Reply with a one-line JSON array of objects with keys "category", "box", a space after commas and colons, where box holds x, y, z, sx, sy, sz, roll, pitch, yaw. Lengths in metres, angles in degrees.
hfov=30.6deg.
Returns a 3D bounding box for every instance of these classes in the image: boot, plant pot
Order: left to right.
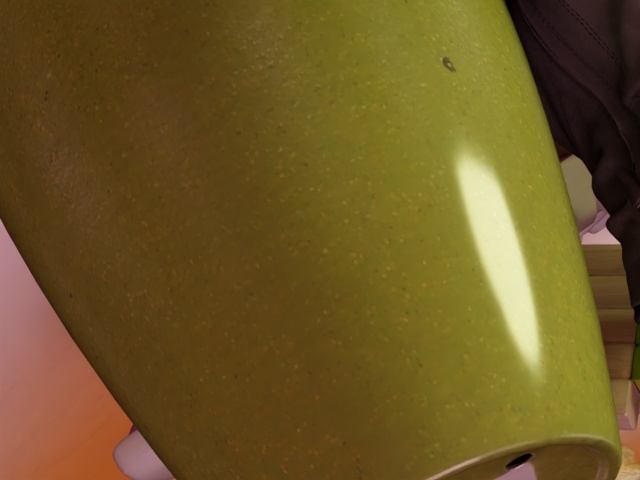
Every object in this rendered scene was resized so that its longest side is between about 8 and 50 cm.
[{"category": "plant pot", "box": [0.000, 0.000, 0.512, 0.274, 0.293, 0.275, -18, 146, -13]}, {"category": "boot", "box": [0.160, -0.126, 0.511, 0.118, 0.223, 0.338, -20, 146, -7]}]

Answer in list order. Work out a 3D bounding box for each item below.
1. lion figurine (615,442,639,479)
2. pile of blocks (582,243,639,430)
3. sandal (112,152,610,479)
[{"category": "lion figurine", "box": [0.119, 0.272, 1.142, 0.392, 0.142, 0.240, -19, 157, 15]}, {"category": "pile of blocks", "box": [0.267, 0.034, 0.637, 0.362, 0.149, 0.112, -23, 138, 16]}, {"category": "sandal", "box": [0.040, 0.023, 0.760, 0.416, 0.102, 0.169, -28, 164, -21]}]
